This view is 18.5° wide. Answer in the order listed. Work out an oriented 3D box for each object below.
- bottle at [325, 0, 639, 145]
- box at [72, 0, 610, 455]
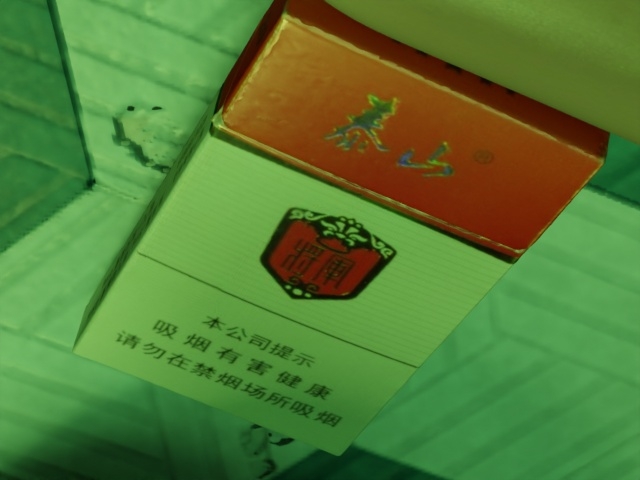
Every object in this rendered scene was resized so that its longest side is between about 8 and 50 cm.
[{"bbox_3d":[0.067,-0.136,0.653,0.297,0.206,0.173,23,119,-11],"label":"bottle"},{"bbox_3d":[0.000,0.000,0.805,0.139,0.035,0.245,24,140,-13],"label":"box"}]
